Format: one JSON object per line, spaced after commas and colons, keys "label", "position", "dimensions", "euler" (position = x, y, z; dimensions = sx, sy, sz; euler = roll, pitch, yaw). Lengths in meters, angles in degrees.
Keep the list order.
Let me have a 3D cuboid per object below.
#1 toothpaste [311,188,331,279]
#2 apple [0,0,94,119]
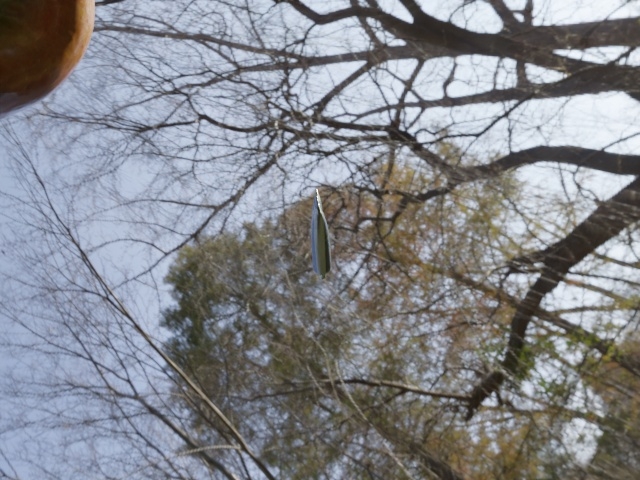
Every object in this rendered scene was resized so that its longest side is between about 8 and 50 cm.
{"label": "toothpaste", "position": [0.000, 0.000, 0.921], "dimensions": [0.035, 0.057, 0.197], "euler": [-4, -46, -1]}
{"label": "apple", "position": [-0.317, -0.207, 0.424], "dimensions": [0.254, 0.253, 0.253], "euler": [-18, -62, -36]}
